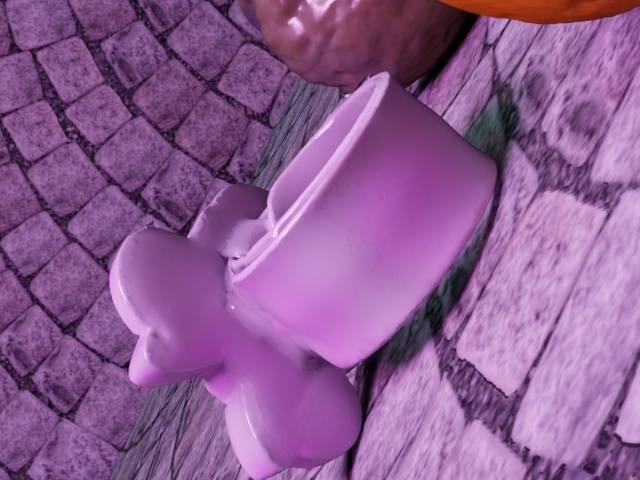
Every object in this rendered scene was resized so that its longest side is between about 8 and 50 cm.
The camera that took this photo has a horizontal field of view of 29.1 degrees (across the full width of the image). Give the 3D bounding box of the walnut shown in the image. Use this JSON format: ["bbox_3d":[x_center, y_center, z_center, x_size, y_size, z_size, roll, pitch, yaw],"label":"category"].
[{"bbox_3d":[0.043,-0.268,1.175,0.248,0.248,0.248,-61,10,18],"label":"walnut"}]

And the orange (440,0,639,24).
[{"bbox_3d":[0.121,-0.244,0.658,0.261,0.261,0.261,-61,10,18],"label":"orange"}]

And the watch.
[{"bbox_3d":[0.000,0.000,0.852,0.217,0.211,0.248,-46,10,37],"label":"watch"}]
